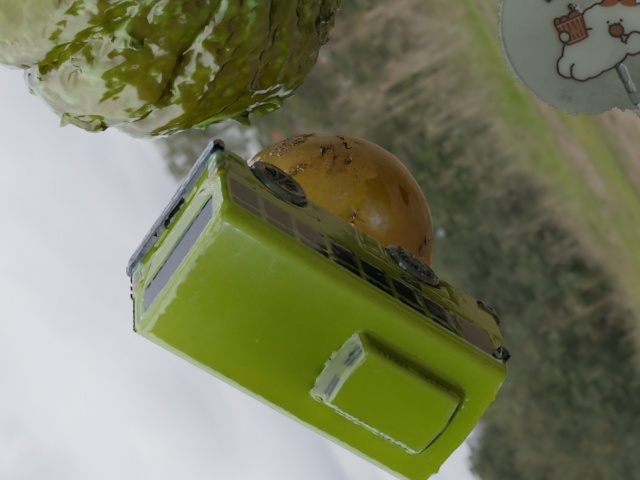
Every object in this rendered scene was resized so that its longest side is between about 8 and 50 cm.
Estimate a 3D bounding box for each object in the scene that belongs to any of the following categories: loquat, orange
[{"bbox_3d":[0.000,0.000,1.801,0.235,0.235,0.235,60,-178,-3],"label":"loquat"},{"bbox_3d":[-0.107,-0.208,1.170,0.301,0.223,0.300,26,-121,-34],"label":"orange"}]

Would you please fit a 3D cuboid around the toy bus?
[{"bbox_3d":[0.003,0.059,1.230,0.262,0.128,0.150,31,-164,-17],"label":"toy bus"}]

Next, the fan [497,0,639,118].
[{"bbox_3d":[0.290,-0.144,1.636,0.009,0.191,0.329,78,168,-78],"label":"fan"}]
